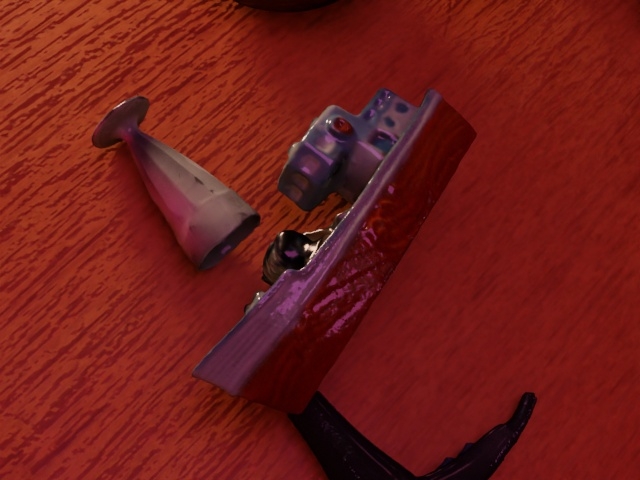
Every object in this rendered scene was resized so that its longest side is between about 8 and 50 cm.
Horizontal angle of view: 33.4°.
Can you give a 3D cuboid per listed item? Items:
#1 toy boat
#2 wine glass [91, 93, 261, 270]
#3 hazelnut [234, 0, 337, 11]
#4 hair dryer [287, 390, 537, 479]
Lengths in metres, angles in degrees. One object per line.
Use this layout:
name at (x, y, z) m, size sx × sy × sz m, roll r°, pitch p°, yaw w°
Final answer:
toy boat at (0.000, 0.000, 0.901) m, size 0.133 × 0.145 × 0.332 m, roll 33°, pitch 58°, yaw 2°
wine glass at (-0.130, -0.050, 0.936) m, size 0.155 × 0.073 × 0.073 m, roll 45°, pitch 65°, yaw 10°
hazelnut at (-0.028, -0.313, 1.017) m, size 0.208 × 0.208 × 0.208 m, roll 5°, pitch 67°, yaw -11°
hair dryer at (0.102, 0.176, 0.912) m, size 0.219 × 0.075 × 0.195 m, roll -28°, pitch 67°, yaw -33°
